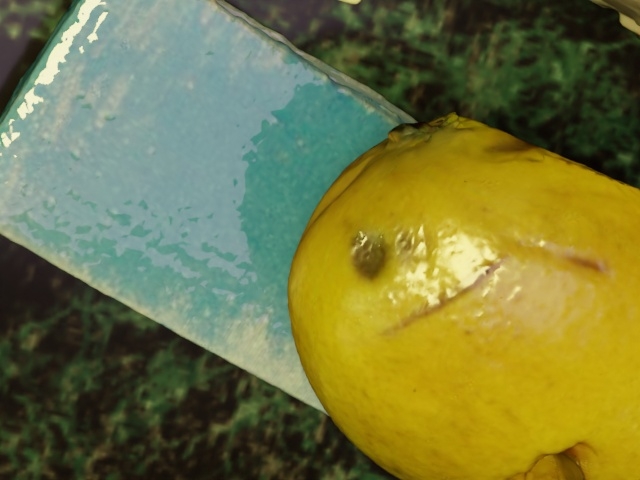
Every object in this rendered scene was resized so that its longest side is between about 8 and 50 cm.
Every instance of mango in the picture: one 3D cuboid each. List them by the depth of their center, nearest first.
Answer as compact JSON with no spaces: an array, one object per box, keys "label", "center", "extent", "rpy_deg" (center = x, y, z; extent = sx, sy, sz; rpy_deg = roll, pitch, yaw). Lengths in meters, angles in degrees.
[{"label":"mango","center":[0.111,0.045,0.649],"extent":[0.262,0.130,0.167],"rpy_deg":[18,111,-12]}]

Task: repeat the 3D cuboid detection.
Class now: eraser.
[{"label":"eraser","center":[0.000,0.000,0.708],"extent":[0.312,0.042,0.144],"rpy_deg":[30,99,-19]}]

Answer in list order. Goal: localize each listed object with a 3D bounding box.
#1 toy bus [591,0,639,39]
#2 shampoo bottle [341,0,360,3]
[{"label":"toy bus","center":[0.199,-0.288,0.574],"extent":[0.249,0.209,0.440],"rpy_deg":[24,100,-17]},{"label":"shampoo bottle","center":[-0.042,-0.145,0.659],"extent":[0.141,0.034,0.049],"rpy_deg":[13,110,-16]}]
